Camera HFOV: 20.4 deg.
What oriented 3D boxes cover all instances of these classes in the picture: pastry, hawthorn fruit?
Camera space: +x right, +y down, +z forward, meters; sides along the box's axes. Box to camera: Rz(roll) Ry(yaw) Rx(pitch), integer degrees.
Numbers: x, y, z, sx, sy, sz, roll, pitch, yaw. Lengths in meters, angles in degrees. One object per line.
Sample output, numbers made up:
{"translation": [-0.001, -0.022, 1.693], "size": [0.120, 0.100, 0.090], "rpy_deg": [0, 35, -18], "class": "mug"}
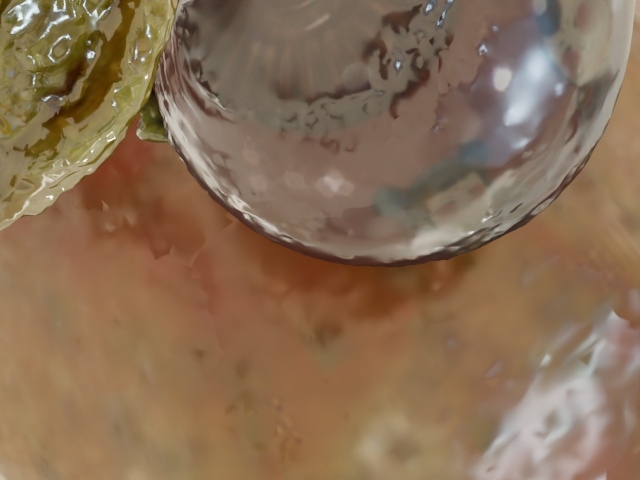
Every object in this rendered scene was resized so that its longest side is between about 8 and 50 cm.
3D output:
{"translation": [-0.077, -0.054, 0.369], "size": [0.097, 0.057, 0.109], "rpy_deg": [-57, -136, 12], "class": "pastry"}
{"translation": [0.000, 0.000, 0.805], "size": [0.403, 0.403, 0.403], "rpy_deg": [1, -84, 11], "class": "hawthorn fruit"}

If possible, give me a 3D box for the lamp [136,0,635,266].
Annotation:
{"translation": [0.026, -0.068, 0.568], "size": [0.157, 0.135, 0.156], "rpy_deg": [39, -80, 29], "class": "lamp"}
